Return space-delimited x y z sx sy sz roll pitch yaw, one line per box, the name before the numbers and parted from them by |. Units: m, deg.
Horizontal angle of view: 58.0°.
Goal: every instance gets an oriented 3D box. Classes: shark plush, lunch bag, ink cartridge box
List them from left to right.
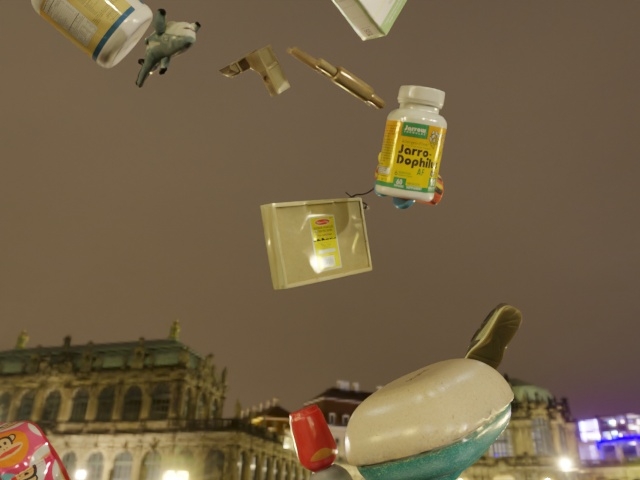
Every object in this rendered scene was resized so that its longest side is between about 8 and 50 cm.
lunch bag | -0.476 0.431 0.908 0.258 0.293 0.120 -17 6 43
shark plush | -0.252 -0.291 0.898 0.161 0.067 0.073 -24 -19 27
ink cartridge box | 0.045 -0.430 0.812 0.056 0.171 0.235 9 -25 50

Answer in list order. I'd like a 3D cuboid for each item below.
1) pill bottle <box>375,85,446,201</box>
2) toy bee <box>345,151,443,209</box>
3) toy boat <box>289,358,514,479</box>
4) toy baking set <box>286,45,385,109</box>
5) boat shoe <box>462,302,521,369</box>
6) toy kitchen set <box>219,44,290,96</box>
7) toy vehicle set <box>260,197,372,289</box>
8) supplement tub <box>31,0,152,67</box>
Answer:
pill bottle | 0.180 -0.187 1.119 0.118 0.208 0.117 9 9 -1
toy bee | 0.192 -0.173 1.483 0.298 0.162 0.195 11 -14 32
toy boat | 0.098 0.259 0.742 0.318 0.148 0.267 -27 -12 32
toy baking set | 0.042 -0.312 1.112 0.256 0.197 0.030 25 -74 -30
boat shoe | 0.410 0.252 1.416 0.080 0.223 0.073 29 9 -5
toy kitchen set | -0.112 -0.259 0.931 0.083 0.068 0.075 -6 -62 47
toy vehicle set | 0.000 0.000 1.196 0.035 0.166 0.267 -9 -1 44
supplement tub | -0.429 -0.435 1.061 0.200 0.144 0.144 41 -40 -17
